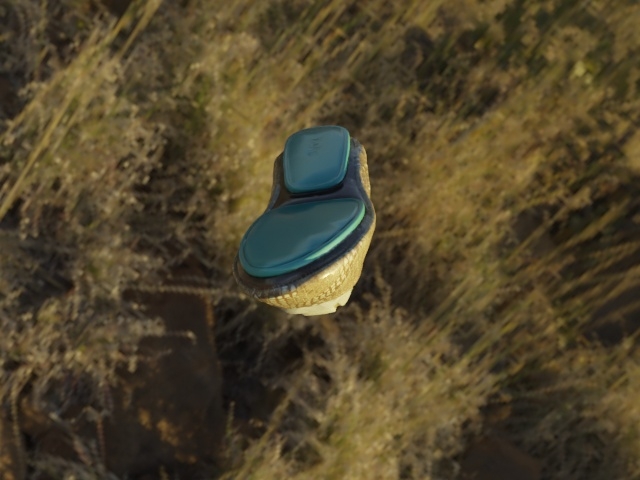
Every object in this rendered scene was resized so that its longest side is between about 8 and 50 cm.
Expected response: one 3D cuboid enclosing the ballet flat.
[{"bbox_3d":[0.000,0.000,0.642,0.206,0.073,0.067,-71,152,-64],"label":"ballet flat"}]
